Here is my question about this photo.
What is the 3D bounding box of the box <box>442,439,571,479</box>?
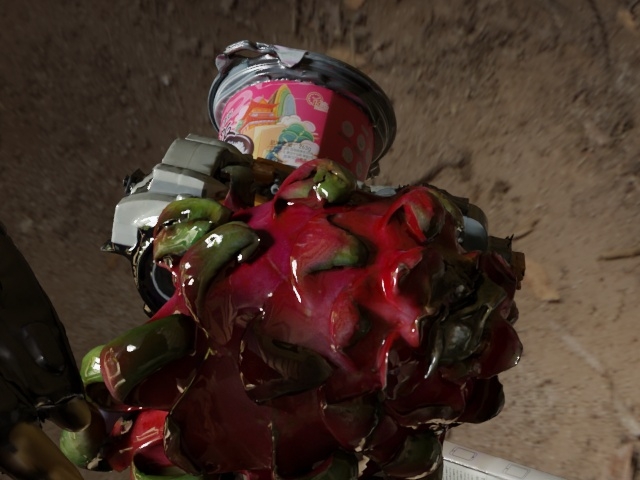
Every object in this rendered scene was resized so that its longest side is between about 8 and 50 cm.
[{"bbox_3d":[0.202,0.289,1.322,0.247,0.033,0.129,14,123,32],"label":"box"}]

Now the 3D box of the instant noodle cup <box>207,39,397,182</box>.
[{"bbox_3d":[-0.037,-0.098,1.662,0.302,0.258,0.181,34,50,-31],"label":"instant noodle cup"}]

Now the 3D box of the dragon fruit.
[{"bbox_3d":[-0.022,0.075,0.719,0.218,0.198,0.273,43,92,-16],"label":"dragon fruit"}]

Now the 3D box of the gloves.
[{"bbox_3d":[-0.165,0.080,0.544,0.124,0.203,0.164,19,103,-19],"label":"gloves"}]

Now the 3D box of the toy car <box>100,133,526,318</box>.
[{"bbox_3d":[0.001,-0.002,0.950,0.301,0.193,0.118,9,109,6],"label":"toy car"}]
